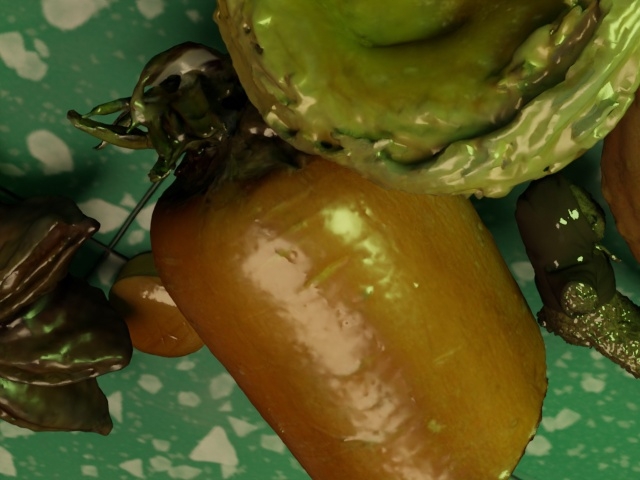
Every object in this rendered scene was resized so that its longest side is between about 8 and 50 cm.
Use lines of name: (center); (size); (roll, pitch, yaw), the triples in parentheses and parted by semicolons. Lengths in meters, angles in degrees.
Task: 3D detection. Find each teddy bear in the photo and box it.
teddy bear: (0.170, 0.029, 1.237); (0.078, 0.119, 0.160); (-30, 111, 16)

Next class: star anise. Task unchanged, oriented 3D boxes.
star anise: (-0.269, 0.041, 1.395); (0.315, 0.108, 0.315); (18, 143, 14)

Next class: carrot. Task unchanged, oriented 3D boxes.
carrot: (0.000, 0.000, 1.219); (0.193, 0.214, 0.331); (-29, 113, 21)

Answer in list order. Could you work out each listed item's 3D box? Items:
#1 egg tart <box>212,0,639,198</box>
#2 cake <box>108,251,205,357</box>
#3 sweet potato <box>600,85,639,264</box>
egg tart: (0.071, -0.158, 1.044); (0.288, 0.288, 0.118); (-6, 170, 23)
cake: (-0.117, 0.049, 1.407); (0.084, 0.044, 0.084); (8, 135, 8)
sweet potato: (0.241, -0.010, 1.203); (0.106, 0.095, 0.354); (-25, 124, -2)
